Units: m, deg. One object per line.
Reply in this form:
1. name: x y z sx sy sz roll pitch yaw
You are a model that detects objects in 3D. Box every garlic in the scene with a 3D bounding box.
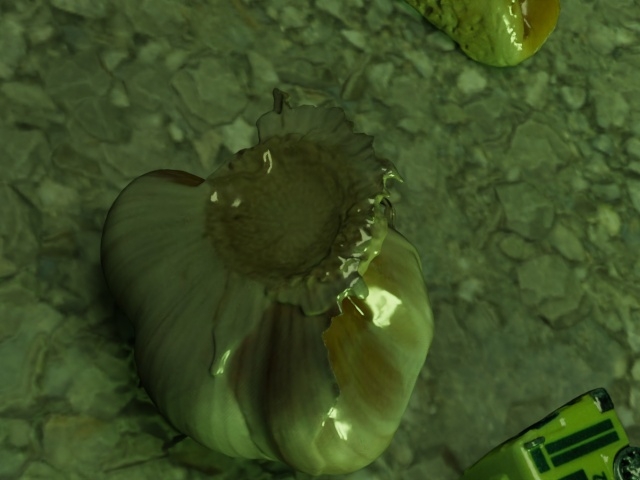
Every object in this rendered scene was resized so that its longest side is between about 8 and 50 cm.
1. garlic: 0.000 0.000 1.093 0.207 0.207 0.257 43 48 -1

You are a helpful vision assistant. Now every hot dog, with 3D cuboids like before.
1. hot dog: 0.065 -0.216 1.300 0.242 0.073 0.084 38 51 -5

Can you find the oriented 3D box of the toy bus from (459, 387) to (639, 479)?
1. toy bus: 0.160 0.186 1.138 0.101 0.088 0.175 -19 77 -30
